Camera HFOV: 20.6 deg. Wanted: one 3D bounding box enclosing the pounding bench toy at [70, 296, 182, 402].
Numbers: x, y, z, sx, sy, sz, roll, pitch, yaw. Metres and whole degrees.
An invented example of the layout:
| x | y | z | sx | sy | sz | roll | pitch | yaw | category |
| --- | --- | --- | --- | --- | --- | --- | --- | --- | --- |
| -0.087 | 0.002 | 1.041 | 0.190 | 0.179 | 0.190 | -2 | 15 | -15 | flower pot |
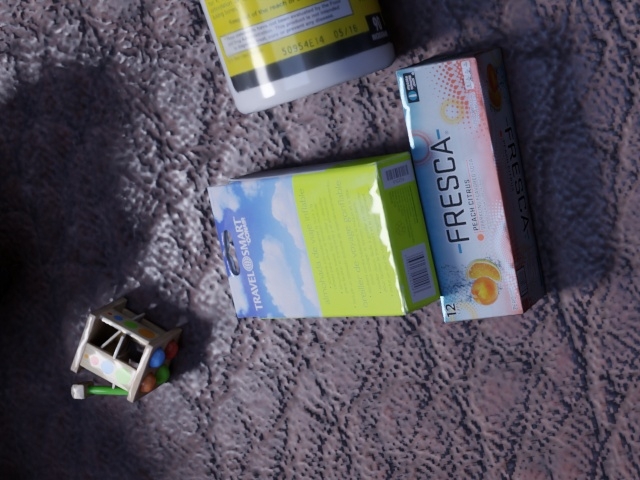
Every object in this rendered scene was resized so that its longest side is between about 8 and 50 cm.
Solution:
| x | y | z | sx | sy | sz | roll | pitch | yaw | category |
| --- | --- | --- | --- | --- | --- | --- | --- | --- | --- |
| -0.153 | 0.100 | 1.374 | 0.065 | 0.052 | 0.083 | 28 | 112 | 15 | pounding bench toy |

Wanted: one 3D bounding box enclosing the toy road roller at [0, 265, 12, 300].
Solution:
| x | y | z | sx | sy | sz | roll | pitch | yaw | category |
| --- | --- | --- | --- | --- | --- | --- | --- | --- | --- |
| -0.417 | 0.021 | 1.337 | 0.329 | 0.240 | 0.202 | 25 | 76 | 19 | toy road roller |

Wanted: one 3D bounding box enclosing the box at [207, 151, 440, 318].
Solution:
| x | y | z | sx | sy | sz | roll | pitch | yaw | category |
| --- | --- | --- | --- | --- | --- | --- | --- | --- | --- |
| 0.000 | 0.000 | 1.264 | 0.178 | 0.042 | 0.109 | -4 | 101 | 47 | box |

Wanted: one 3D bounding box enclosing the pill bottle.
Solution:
| x | y | z | sx | sy | sz | roll | pitch | yaw | category |
| --- | --- | --- | --- | --- | --- | --- | --- | --- | --- |
| -0.034 | -0.202 | 1.212 | 0.119 | 0.119 | 0.208 | -16 | 96 | 26 | pill bottle |

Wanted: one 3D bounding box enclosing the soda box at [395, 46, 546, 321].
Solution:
| x | y | z | sx | sy | sz | roll | pitch | yaw | category |
| --- | --- | --- | --- | --- | --- | --- | --- | --- | --- |
| 0.106 | -0.038 | 1.225 | 0.063 | 0.058 | 0.183 | -7 | 99 | 25 | soda box |
